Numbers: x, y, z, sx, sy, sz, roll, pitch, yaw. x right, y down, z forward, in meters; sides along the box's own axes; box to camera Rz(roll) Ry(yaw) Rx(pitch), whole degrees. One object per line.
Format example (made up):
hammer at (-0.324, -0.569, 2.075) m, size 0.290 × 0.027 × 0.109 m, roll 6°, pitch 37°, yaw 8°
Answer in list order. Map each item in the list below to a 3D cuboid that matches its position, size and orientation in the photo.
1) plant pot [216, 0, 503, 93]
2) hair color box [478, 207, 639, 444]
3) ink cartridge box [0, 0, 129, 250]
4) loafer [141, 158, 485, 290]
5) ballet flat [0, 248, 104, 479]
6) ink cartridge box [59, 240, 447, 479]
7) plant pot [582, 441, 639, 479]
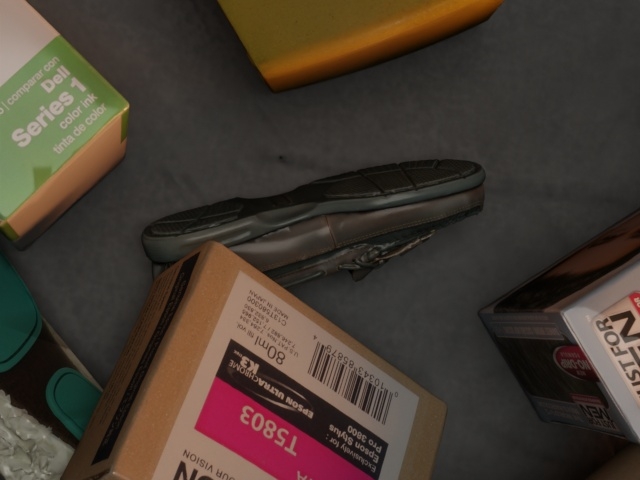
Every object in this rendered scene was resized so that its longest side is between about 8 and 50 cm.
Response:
plant pot at (0.004, -0.221, 0.869) m, size 0.187 × 0.212 × 0.212 m, roll -31°, pitch 91°, yaw 2°
hair color box at (0.327, 0.004, 0.908) m, size 0.374 × 0.185 × 0.113 m, roll -32°, pitch 92°, yaw -11°
ink cartridge box at (-0.269, -0.134, 0.805) m, size 0.278 × 0.201 × 0.117 m, roll 45°, pitch 79°, yaw -4°
loafer at (0.000, 0.000, 0.911) m, size 0.268 × 0.096 × 0.084 m, roll -12°, pitch 108°, yaw -4°
ballet flat at (-0.233, 0.119, 0.832) m, size 0.147 × 0.147 × 0.409 m, roll -42°, pitch 95°, yaw -10°
ink cartridge box at (-0.037, 0.145, 0.820) m, size 0.235 × 0.088 × 0.193 m, roll 36°, pitch 49°, yaw -21°
plant pot at (0.302, 0.249, 0.840) m, size 0.305 × 0.334 × 0.334 m, roll -40°, pitch 93°, yaw -21°
